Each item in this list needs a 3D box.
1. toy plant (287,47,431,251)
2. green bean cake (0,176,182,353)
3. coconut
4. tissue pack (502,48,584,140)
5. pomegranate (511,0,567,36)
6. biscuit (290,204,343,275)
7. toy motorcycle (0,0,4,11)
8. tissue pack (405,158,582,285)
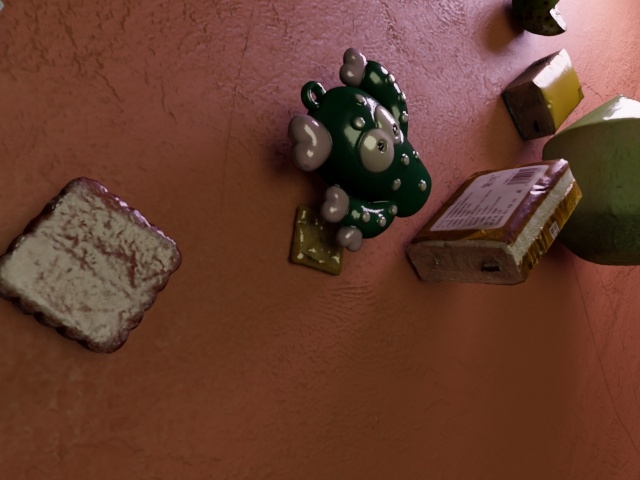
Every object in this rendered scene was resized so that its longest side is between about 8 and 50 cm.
[{"bbox_3d":[0.056,-0.122,0.707,0.232,0.113,0.243,-45,115,-38],"label":"toy plant"},{"bbox_3d":[-0.222,0.025,0.507,0.135,0.056,0.135,44,60,-25],"label":"green bean cake"},{"bbox_3d":[0.564,-0.118,0.977,0.328,0.282,0.328,1,90,-64],"label":"coconut"},{"bbox_3d":[0.450,-0.290,1.048,0.169,0.082,0.120,-42,109,-34],"label":"tissue pack"},{"bbox_3d":[0.450,-0.499,1.052,0.169,0.123,0.143,81,32,-50],"label":"pomegranate"},{"bbox_3d":[0.000,0.000,0.703,0.083,0.018,0.081,20,70,-34],"label":"biscuit"},{"bbox_3d":[-0.394,-0.160,0.374,0.331,0.125,0.196,-27,98,-41],"label":"toy motorcycle"},{"bbox_3d":[0.261,-0.030,0.800,0.226,0.183,0.091,-45,114,-32],"label":"tissue pack"}]
